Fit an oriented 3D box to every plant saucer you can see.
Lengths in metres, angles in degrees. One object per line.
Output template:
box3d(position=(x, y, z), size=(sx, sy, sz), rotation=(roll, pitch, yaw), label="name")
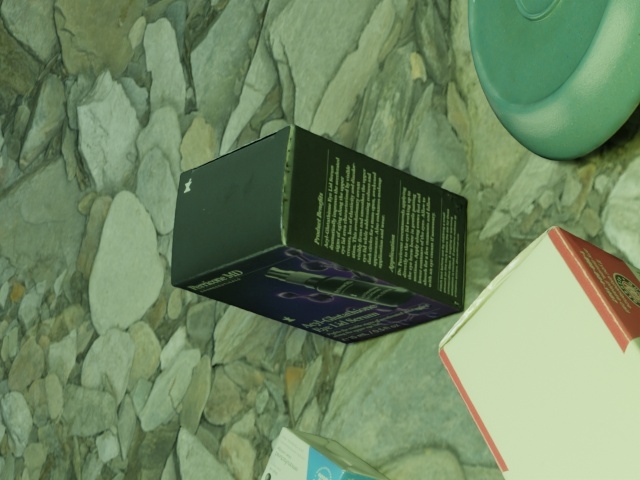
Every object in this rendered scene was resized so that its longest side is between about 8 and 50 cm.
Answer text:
box3d(position=(0.192, -0.223, 1.419), size=(0.317, 0.043, 0.318), rotation=(-172, 90, -68), label="plant saucer")

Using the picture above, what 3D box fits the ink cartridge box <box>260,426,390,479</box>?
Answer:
box3d(position=(-0.019, 0.265, 1.533), size=(0.104, 0.060, 0.180), rotation=(28, 97, 53), label="ink cartridge box")

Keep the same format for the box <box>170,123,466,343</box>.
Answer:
box3d(position=(0.000, 0.000, 1.505), size=(0.153, 0.207, 0.108), rotation=(-21, 59, 47), label="box")

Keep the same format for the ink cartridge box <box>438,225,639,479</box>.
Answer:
box3d(position=(0.234, 0.134, 1.076), size=(0.117, 0.283, 0.207), rotation=(-50, 41, 21), label="ink cartridge box")
